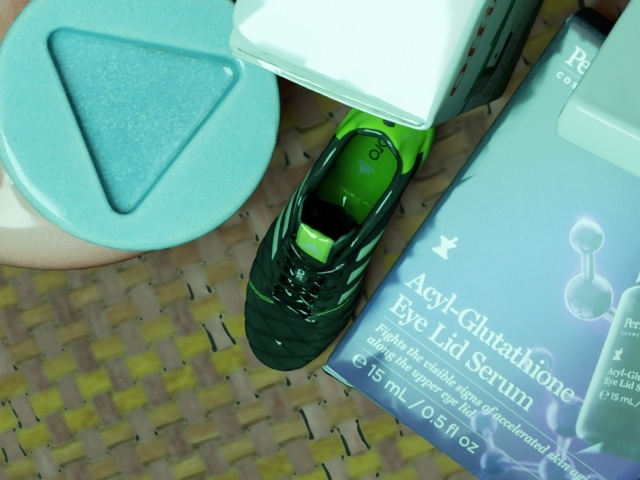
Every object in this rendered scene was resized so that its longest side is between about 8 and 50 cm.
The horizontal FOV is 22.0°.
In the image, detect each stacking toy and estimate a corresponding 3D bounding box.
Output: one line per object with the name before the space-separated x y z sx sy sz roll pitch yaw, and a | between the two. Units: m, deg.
stacking toy | -0.151 -0.140 0.742 0.279 0.130 0.309 -2 89 -14

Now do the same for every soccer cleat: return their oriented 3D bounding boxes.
soccer cleat | 0.000 0.000 0.818 0.060 0.072 0.179 32 121 7

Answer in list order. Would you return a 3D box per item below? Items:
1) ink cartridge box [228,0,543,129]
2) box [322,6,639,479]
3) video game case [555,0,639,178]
ink cartridge box | 0.054 -0.141 0.719 0.092 0.219 0.160 24 104 9
box | 0.126 0.014 0.786 0.153 0.108 0.207 35 105 6
video game case | 0.240 -0.062 0.706 0.227 0.206 0.026 28 141 10
